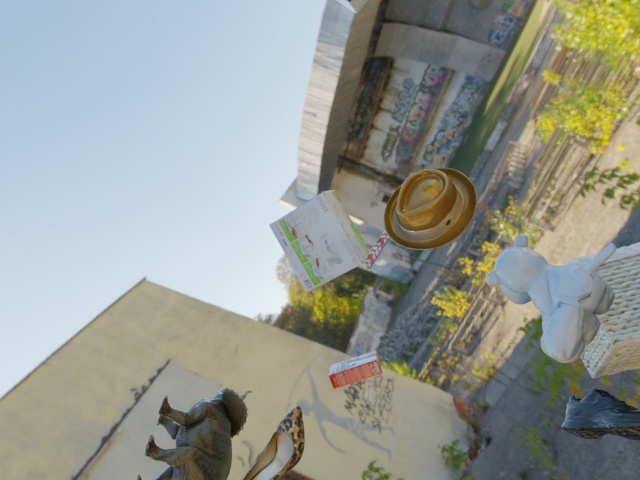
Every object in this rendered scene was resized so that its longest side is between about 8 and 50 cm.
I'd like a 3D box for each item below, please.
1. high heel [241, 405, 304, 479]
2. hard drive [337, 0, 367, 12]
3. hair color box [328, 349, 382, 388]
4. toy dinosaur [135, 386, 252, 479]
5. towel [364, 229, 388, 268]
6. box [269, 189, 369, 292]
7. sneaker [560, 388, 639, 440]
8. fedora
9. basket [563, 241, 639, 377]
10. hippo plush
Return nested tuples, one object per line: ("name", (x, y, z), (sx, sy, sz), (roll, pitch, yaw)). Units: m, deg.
("high heel", (-0.130, 0.562, 1.137), (0.186, 0.093, 0.261), (29, -101, -58))
("hard drive", (0.085, -0.474, 0.559), (0.319, 0.210, 0.040), (-48, -31, 14))
("hair color box", (0.115, 0.423, 1.446), (0.093, 0.167, 0.053), (-35, -75, -83))
("toy dinosaur", (-0.207, 0.355, 0.731), (0.314, 0.160, 0.121), (-85, 16, -52))
("towel", (0.174, -0.006, 1.214), (0.197, 0.029, 0.144), (-57, -10, -2))
("box", (0.000, 0.000, 1.457), (0.231, 0.262, 0.127), (-30, -1, 22))
("sneaker", (0.799, 0.471, 1.208), (0.286, 0.109, 0.130), (-31, 31, 55))
("fedora", (0.204, -0.077, 0.858), (0.079, 0.194, 0.194), (45, -116, -51))
("basket", (0.900, 0.200, 1.274), (0.328, 0.331, 0.267), (61, -164, -53))
("hippo plush", (0.503, 0.126, 1.012), (0.234, 0.236, 0.294), (-57, -42, -6))
